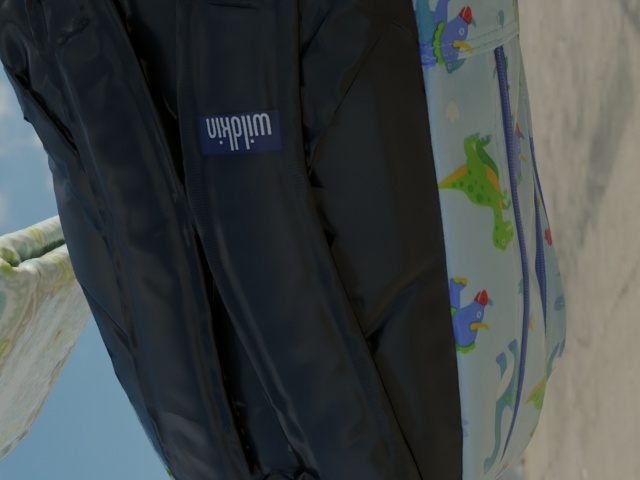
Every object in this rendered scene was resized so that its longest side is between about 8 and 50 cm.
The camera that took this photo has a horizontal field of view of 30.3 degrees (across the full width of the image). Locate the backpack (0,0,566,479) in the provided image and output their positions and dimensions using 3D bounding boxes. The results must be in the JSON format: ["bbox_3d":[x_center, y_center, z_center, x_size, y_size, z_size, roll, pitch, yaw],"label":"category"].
[{"bbox_3d":[0.000,0.000,0.640,0.273,0.290,0.355,-11,-88,-61],"label":"backpack"}]

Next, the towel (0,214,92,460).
[{"bbox_3d":[-0.347,0.123,1.268,0.320,0.090,0.374,-61,-2,12],"label":"towel"}]
